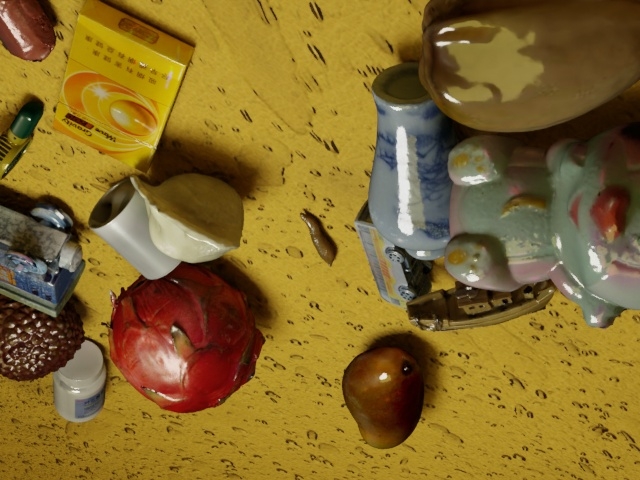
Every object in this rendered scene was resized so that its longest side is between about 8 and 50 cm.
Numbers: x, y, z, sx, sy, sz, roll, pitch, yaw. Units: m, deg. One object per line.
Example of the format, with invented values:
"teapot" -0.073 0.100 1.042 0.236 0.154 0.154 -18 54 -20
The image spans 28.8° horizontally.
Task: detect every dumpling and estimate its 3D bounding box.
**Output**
"dumpling" -0.193 -0.040 1.753 0.166 0.216 0.126 25 120 -28

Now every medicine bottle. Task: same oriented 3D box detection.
"medicine bottle" -0.467 0.272 2.415 0.103 0.103 0.187 23 147 3

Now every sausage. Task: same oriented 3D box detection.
"sausage" -0.394 -0.290 1.606 0.076 0.076 0.141 0 138 33

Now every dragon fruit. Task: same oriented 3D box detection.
"dragon fruit" -0.215 0.154 1.980 0.241 0.241 0.252 5 130 27

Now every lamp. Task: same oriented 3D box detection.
"lamp" 0.314 -0.022 1.413 0.301 0.247 0.247 0 173 32

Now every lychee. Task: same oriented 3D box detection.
"lychee" -0.513 0.162 2.238 0.188 0.188 0.188 17 146 12

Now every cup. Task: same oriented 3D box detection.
"cup" -0.274 -0.027 1.898 0.099 0.136 0.133 -36 121 16

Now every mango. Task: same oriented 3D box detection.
"mango" 0.100 0.248 2.006 0.133 0.111 0.267 4 143 3

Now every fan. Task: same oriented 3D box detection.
"fan" -0.450 -0.153 1.841 0.039 0.082 0.155 38 132 -7

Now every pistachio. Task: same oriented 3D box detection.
"pistachio" 0.227 -0.192 1.276 0.260 0.163 0.213 1 163 11

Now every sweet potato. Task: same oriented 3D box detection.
"sweet potato" 0.000 0.000 1.804 0.026 0.026 0.115 3 139 30

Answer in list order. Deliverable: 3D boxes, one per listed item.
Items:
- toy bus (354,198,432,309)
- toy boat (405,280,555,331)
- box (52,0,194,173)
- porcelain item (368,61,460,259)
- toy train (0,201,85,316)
"toy bus" 0.103 0.022 1.732 0.075 0.064 0.190 13 146 27
"toy boat" 0.219 0.079 1.703 0.206 0.064 0.072 -15 150 16
"box" -0.269 -0.202 1.673 0.152 0.043 0.269 27 147 -5
"porcelain item" 0.119 -0.087 1.510 0.141 0.141 0.259 9 136 23
"toy train" -0.530 -0.004 2.056 0.299 0.131 0.202 23 154 3
